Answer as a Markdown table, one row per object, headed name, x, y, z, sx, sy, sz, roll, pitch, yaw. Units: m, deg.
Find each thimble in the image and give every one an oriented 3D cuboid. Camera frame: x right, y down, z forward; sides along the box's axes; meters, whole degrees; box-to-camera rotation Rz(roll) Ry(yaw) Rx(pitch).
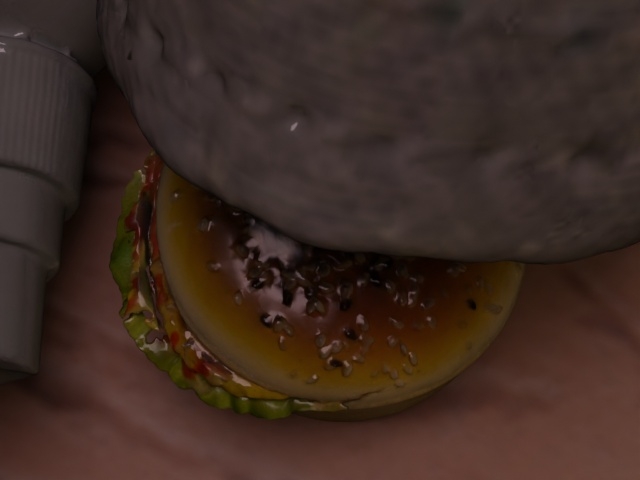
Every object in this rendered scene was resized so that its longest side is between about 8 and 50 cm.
| name | x | y | z | sx | sy | sz | roll | pitch | yaw |
| --- | --- | --- | --- | --- | --- | --- | --- | --- | --- |
| thimble | 0.047 | -0.118 | 0.537 | 0.217 | 0.157 | 0.245 | 25 | 37 | 15 |

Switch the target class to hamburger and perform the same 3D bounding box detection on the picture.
| name | x | y | z | sx | sy | sz | roll | pitch | yaw |
| --- | --- | --- | --- | --- | --- | --- | --- | --- | --- |
| hamburger | 0.000 | 0.000 | 0.585 | 0.141 | 0.081 | 0.126 | -1 | 69 | 1 |

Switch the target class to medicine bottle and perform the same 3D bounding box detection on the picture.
| name | x | y | z | sx | sy | sz | roll | pitch | yaw |
| --- | --- | --- | --- | --- | --- | --- | --- | --- | --- |
| medicine bottle | -0.114 | -0.119 | 0.622 | 0.110 | 0.110 | 0.351 | -1 | 69 | 2 |
